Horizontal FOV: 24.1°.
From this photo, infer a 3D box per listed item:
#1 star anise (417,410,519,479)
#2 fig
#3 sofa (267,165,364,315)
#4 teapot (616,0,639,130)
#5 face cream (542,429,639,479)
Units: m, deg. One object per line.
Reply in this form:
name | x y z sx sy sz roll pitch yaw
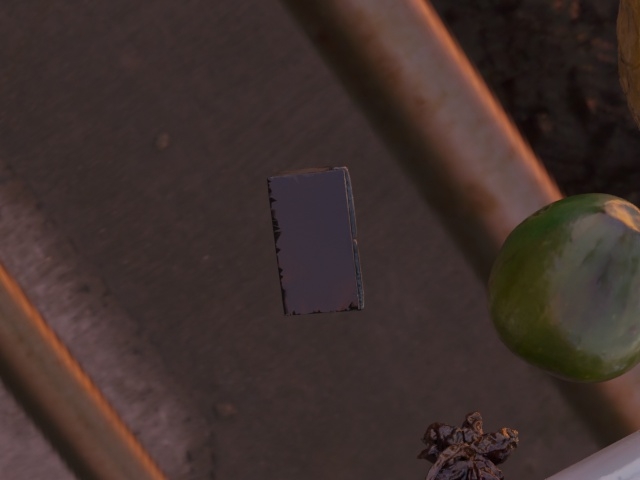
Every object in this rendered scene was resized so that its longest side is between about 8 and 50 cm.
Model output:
star anise | 0.132 0.238 1.490 0.097 0.070 0.190 21 47 10
fig | 0.266 0.042 1.510 0.181 0.191 0.181 12 41 -11
sofa | 0.000 0.000 1.512 0.060 0.085 0.147 -28 111 -75
teapot | 0.248 -0.126 0.790 0.311 0.203 0.167 40 21 -12
face cream | 0.266 0.276 1.534 0.311 0.092 0.092 -26 91 -10
